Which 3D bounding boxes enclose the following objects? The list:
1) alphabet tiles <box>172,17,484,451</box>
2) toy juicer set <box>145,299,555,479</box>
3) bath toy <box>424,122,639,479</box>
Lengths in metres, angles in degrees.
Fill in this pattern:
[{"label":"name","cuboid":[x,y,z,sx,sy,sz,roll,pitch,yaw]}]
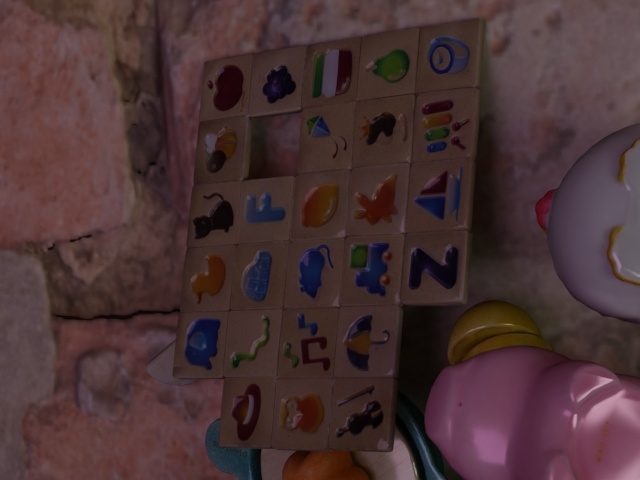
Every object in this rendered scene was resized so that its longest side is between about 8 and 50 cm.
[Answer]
[{"label":"alphabet tiles","cuboid":[0.000,0.000,0.905,0.198,0.009,0.237,-4,76,36]},{"label":"toy juicer set","cuboid":[0.029,0.104,0.902,0.329,0.089,0.209,41,119,24]},{"label":"bath toy","cuboid":[0.109,0.111,0.759,0.151,0.129,0.348,20,81,-1]}]
